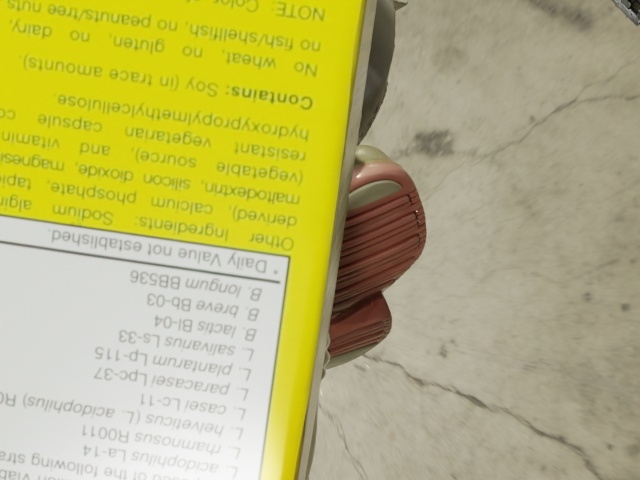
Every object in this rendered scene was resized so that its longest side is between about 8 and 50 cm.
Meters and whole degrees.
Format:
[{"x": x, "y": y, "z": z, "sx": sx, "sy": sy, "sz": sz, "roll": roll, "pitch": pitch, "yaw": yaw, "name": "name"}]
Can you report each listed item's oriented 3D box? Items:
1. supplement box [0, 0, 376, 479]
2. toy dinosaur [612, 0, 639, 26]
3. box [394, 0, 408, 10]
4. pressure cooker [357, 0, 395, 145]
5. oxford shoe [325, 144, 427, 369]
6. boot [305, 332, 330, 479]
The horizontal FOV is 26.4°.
[{"x": -0.086, "y": -0.017, "z": 0.632, "sx": 0.194, "sy": 0.195, "sz": 0.356, "roll": 9, "pitch": 100, "yaw": 2, "name": "supplement box"}, {"x": 0.210, "y": -0.249, "z": 0.815, "sx": 0.322, "sy": 0.164, "sz": 0.218, "roll": 36, "pitch": 130, "yaw": -15, "name": "toy dinosaur"}, {"x": -0.013, "y": -0.363, "z": 1.831, "sx": 0.094, "sy": 0.275, "sz": 0.113, "roll": -23, "pitch": 73, "yaw": 42, "name": "box"}, {"x": -0.149, "y": -0.217, "z": 1.155, "sx": 0.370, "sy": 0.420, "sz": 0.375, "roll": -17, "pitch": 72, "yaw": 17, "name": "pressure cooker"}, {"x": 0.000, "y": 0.000, "z": 1.303, "sx": 0.140, "sy": 0.397, "sz": 0.146, "roll": -18, "pitch": 68, "yaw": -16, "name": "oxford shoe"}, {"x": -0.067, "y": 0.158, "z": 0.977, "sx": 0.095, "sy": 0.262, "sz": 0.203, "roll": 12, "pitch": 98, "yaw": 24, "name": "boot"}]
